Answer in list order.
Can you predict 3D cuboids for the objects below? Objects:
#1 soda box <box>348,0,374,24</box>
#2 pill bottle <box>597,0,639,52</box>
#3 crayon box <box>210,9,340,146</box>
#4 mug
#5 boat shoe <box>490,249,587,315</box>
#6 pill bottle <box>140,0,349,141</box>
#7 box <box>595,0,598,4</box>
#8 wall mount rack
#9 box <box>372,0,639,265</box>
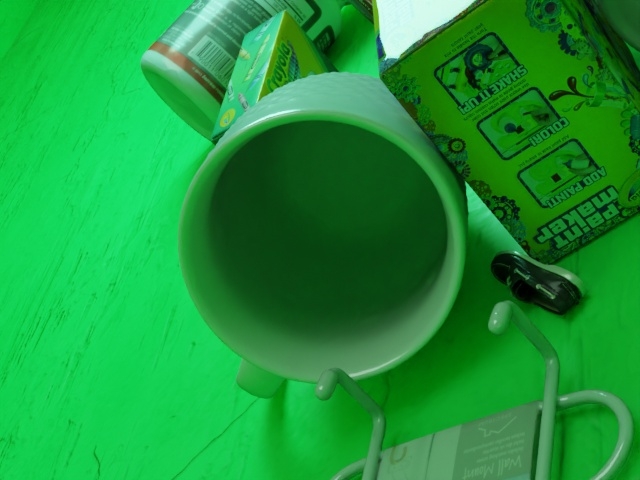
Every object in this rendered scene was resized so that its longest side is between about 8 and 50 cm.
[{"bbox_3d":[0.045,-0.418,1.883,0.083,0.263,0.092,-45,-13,-3],"label":"soda box"},{"bbox_3d":[0.417,-0.319,1.314,0.265,0.153,0.153,-47,25,-22],"label":"pill bottle"},{"bbox_3d":[-0.048,-0.178,1.758,0.081,0.165,0.278,-28,30,28],"label":"crayon box"},{"bbox_3d":[0.000,0.000,1.349,0.328,0.276,0.374,-70,3,-70],"label":"mug"},{"bbox_3d":[0.202,0.043,1.217,0.038,0.046,0.125,-46,34,-16],"label":"boat shoe"},{"bbox_3d":[-0.097,-0.341,2.020,0.363,0.210,0.210,-48,26,-11],"label":"pill bottle"},{"bbox_3d":[0.284,-0.295,1.509,0.137,0.126,0.072,-16,39,42],"label":"box"},{"bbox_3d":[0.075,0.210,1.048,0.350,0.130,0.304,-25,32,34],"label":"wall mount rack"},{"bbox_3d":[0.203,-0.182,1.282,0.177,0.279,0.290,-34,27,20],"label":"box"}]
